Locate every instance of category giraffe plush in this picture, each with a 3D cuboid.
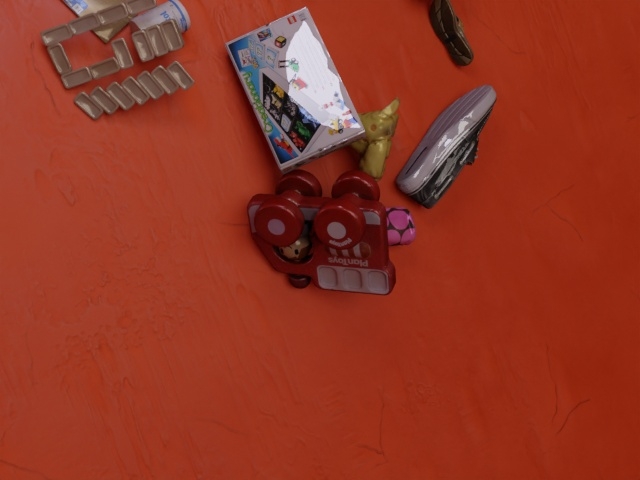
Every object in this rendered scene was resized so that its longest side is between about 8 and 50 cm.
[{"bbox_3d":[0.072,-0.240,1.662,0.171,0.210,0.181,15,74,6],"label":"giraffe plush"}]

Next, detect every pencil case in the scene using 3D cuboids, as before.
[{"bbox_3d":[0.109,-0.034,1.698,0.209,0.095,0.098,0,66,-25],"label":"pencil case"}]

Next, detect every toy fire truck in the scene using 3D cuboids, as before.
[{"bbox_3d":[0.000,0.000,1.566,0.169,0.302,0.253,-62,150,-55],"label":"toy fire truck"}]

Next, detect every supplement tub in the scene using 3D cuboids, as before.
[{"bbox_3d":[-0.327,-0.441,1.540,0.107,0.071,0.071,-36,101,-21],"label":"supplement tub"}]

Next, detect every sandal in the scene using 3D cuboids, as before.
[{"bbox_3d":[0.323,-0.511,1.828,0.049,0.072,0.180,-40,105,-36],"label":"sandal"}]

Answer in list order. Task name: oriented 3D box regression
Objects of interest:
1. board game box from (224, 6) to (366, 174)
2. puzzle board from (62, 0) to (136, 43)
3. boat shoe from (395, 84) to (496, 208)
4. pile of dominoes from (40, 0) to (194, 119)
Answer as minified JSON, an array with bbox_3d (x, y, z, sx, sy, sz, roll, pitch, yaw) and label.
[{"bbox_3d":[-0.054,-0.314,1.577,0.193,0.053,0.305,-24,79,1],"label":"board game box"},{"bbox_3d":[-0.448,-0.476,1.522,0.128,0.011,0.096,45,73,-14],"label":"puzzle board"},{"bbox_3d":[0.315,-0.220,1.793,0.119,0.121,0.335,44,83,-23],"label":"boat shoe"},{"bbox_3d":[-0.393,-0.360,1.490,0.251,0.040,0.195,-19,109,3],"label":"pile of dominoes"}]
